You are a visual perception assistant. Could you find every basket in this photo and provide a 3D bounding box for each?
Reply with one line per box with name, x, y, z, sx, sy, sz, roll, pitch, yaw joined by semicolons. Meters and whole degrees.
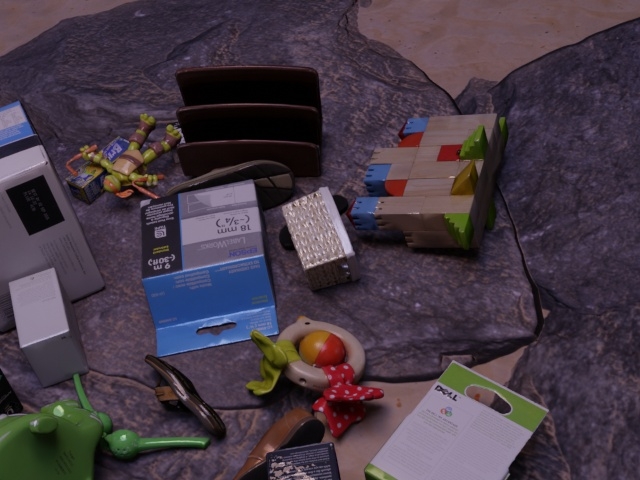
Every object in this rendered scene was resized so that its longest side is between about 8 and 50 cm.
basket;0.000;0.000;1.828;0.103;0.113;0.167;-20;60;-1

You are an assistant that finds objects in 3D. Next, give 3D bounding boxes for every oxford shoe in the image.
oxford shoe;-0.087;0.360;1.543;0.212;0.076;0.076;-43;34;-10

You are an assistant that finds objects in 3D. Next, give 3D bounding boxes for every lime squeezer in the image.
lime squeezer;-0.350;0.317;1.642;0.310;0.058;0.110;19;53;26

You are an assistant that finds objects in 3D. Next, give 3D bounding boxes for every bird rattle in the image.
bird rattle;-0.001;0.210;1.644;0.254;0.143;0.207;14;34;17

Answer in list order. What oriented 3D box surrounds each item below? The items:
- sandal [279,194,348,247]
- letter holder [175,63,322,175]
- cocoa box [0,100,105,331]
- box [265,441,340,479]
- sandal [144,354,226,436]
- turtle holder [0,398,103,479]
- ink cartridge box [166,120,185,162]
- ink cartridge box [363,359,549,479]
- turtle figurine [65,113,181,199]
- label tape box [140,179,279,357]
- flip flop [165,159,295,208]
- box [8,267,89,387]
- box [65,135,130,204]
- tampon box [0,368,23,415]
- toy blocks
sandal;-0.019;-0.049;1.942;0.179;0.040;0.067;-38;53;-24
letter holder;-0.152;-0.253;2.002;0.302;0.214;0.152;0;63;3
cocoa box;-0.598;-0.045;1.823;0.231;0.347;0.228;-25;48;-13
box;-0.012;0.433;1.411;0.108;0.153;0.207;-10;47;-1
sandal;-0.249;0.277;1.660;0.060;0.090;0.219;-47;61;-3
turtle holder;-0.488;0.368;1.493;0.227;0.243;0.320;-6;55;33
ink cartridge box;-0.242;-0.246;2.163;0.207;0.046;0.097;-14;47;-4
ink cartridge box;0.220;0.341;1.498;0.189;0.097;0.255;26;54;30
turtle figurine;-0.395;-0.165;2.044;0.270;0.087;0.217;20;56;26
label tape box;-0.220;0.045;1.843;0.241;0.106;0.333;-11;46;0
flip flop;-0.192;-0.114;2.002;0.277;0.112;0.080;-14;32;4
box;-0.507;0.161;1.763;0.091;0.130;0.170;-19;46;-9
box;-0.483;-0.159;2.114;0.059;0.054;0.169;26;55;29
tampon box;-0.621;0.272;1.656;0.101;0.161;0.120;21;53;27
toy blocks;0.212;-0.123;1.903;0.261;0.190;0.381;1;47;25
